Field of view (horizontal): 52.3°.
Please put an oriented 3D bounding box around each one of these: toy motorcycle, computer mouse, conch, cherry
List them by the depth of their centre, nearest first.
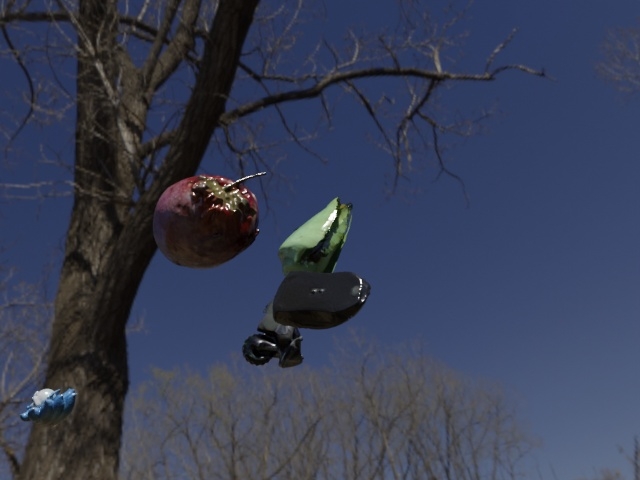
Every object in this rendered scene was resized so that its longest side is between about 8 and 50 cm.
[{"bbox_3d":[-0.227,-0.031,1.250,0.250,0.175,0.192,-25,0,43],"label":"cherry"},{"bbox_3d":[0.004,0.117,1.275,0.217,0.122,0.073,0,-42,31],"label":"computer mouse"},{"bbox_3d":[0.003,0.003,1.480,0.250,0.137,0.143,-51,-38,-6],"label":"conch"},{"bbox_3d":[-0.081,0.226,1.688,0.159,0.270,0.106,25,-35,16],"label":"toy motorcycle"}]

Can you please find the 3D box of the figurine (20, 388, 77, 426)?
[{"bbox_3d":[-0.541,0.331,1.321,0.114,0.079,0.114,-29,-12,-7],"label":"figurine"}]
